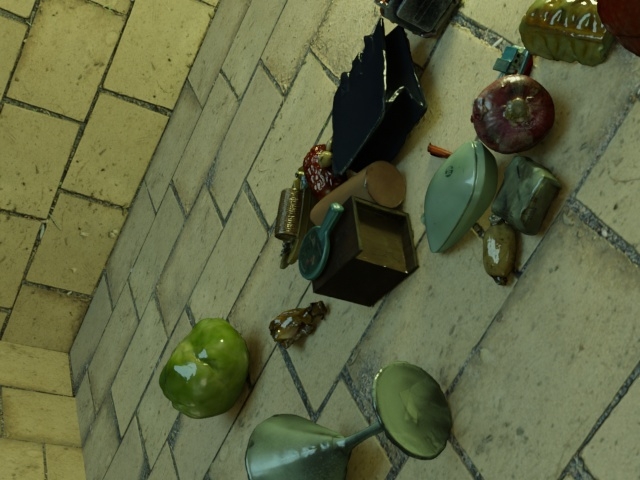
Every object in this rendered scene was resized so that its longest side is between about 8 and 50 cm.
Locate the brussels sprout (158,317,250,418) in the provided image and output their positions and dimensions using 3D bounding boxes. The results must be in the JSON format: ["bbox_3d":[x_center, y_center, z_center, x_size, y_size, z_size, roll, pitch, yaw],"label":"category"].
[{"bbox_3d":[-0.338,0.378,2.495,0.316,0.243,0.273,-39,37,51],"label":"brussels sprout"}]

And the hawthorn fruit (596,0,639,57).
[{"bbox_3d":[0.565,-0.389,1.322,0.262,0.258,0.258,134,143,-61],"label":"hawthorn fruit"}]

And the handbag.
[{"bbox_3d":[0.135,-0.345,2.141,0.303,0.122,0.329,126,149,-48],"label":"handbag"}]

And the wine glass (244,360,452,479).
[{"bbox_3d":[0.062,0.420,1.785,0.406,0.267,0.267,-37,45,41],"label":"wine glass"}]

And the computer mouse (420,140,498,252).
[{"bbox_3d":[0.267,-0.091,1.778,0.288,0.097,0.159,128,148,-55],"label":"computer mouse"}]

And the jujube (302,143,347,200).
[{"bbox_3d":[0.016,-0.176,2.309,0.112,0.109,0.176,84,168,-53],"label":"jujube"}]

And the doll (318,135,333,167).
[{"bbox_3d":[0.020,-0.234,2.243,0.061,0.051,0.093,77,-168,-55],"label":"doll"}]

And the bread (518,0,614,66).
[{"bbox_3d":[0.472,-0.408,1.651,0.232,0.088,0.128,28,108,56],"label":"bread"}]

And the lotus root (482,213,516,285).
[{"bbox_3d":[0.347,0.012,1.674,0.072,0.063,0.152,142,133,-60],"label":"lotus root"}]

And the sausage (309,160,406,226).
[{"bbox_3d":[0.088,-0.093,2.114,0.253,0.123,0.123,-31,50,51],"label":"sausage"}]

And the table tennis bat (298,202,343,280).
[{"bbox_3d":[0.000,0.000,1.969,0.201,0.033,0.124,-63,32,28],"label":"table tennis bat"}]

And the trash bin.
[{"bbox_3d":[0.220,-0.630,2.108,0.161,0.184,0.238,-54,29,31],"label":"trash bin"}]

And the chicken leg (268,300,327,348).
[{"bbox_3d":[-0.062,0.218,2.260,0.207,0.085,0.101,-34,5,40],"label":"chicken leg"}]

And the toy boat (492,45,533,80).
[{"bbox_3d":[0.383,-0.327,1.783,0.069,0.059,0.173,42,113,59],"label":"toy boat"}]

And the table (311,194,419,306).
[{"bbox_3d":[0.094,0.021,1.997,0.193,0.169,0.172,-45,40,42],"label":"table"}]

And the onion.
[{"bbox_3d":[0.375,-0.243,1.687,0.195,0.159,0.159,-12,-60,-81],"label":"onion"}]

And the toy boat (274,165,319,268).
[{"bbox_3d":[-0.066,-0.072,2.378,0.089,0.115,0.310,-19,60,58],"label":"toy boat"}]

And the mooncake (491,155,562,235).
[{"bbox_3d":[0.391,-0.085,1.634,0.130,0.073,0.125,-63,28,17],"label":"mooncake"}]

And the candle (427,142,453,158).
[{"bbox_3d":[0.286,-0.190,1.923,0.026,0.021,0.167,-52,29,-2],"label":"candle"}]
